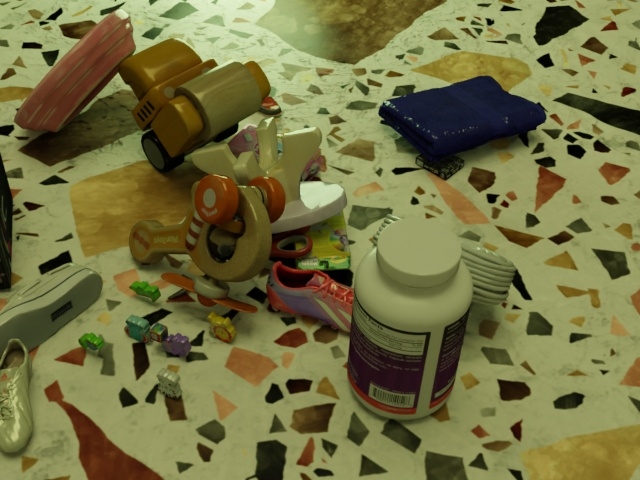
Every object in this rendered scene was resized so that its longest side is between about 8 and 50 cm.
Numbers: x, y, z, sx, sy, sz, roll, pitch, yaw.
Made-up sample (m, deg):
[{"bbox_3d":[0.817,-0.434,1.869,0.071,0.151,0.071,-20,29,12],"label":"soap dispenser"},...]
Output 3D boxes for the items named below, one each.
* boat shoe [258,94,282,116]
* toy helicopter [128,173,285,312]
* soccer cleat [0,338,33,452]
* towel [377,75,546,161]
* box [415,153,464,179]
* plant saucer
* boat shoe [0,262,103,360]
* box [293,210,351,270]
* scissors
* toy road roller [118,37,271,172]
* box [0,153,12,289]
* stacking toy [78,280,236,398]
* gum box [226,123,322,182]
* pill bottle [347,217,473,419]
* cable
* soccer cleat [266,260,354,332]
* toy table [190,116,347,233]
[{"bbox_3d":[-0.139,-0.328,2.172,0.049,0.043,0.137,-29,53,-32],"label":"boat shoe"},{"bbox_3d":[-0.218,0.013,1.687,0.355,0.234,0.140,-4,-2,42],"label":"toy helicopter"},{"bbox_3d":[-0.493,0.245,1.516,0.068,0.076,0.196,-5,44,-8],"label":"soccer cleat"},{"bbox_3d":[0.310,-0.270,2.101,0.308,0.076,0.227,-16,38,-25],"label":"towel"},{"bbox_3d":[0.255,-0.168,2.038,0.083,0.018,0.067,32,50,28],"label":"box"},{"bbox_3d":[-0.505,-0.346,2.022,0.084,0.332,0.332,43,46,-11],"label":"plant saucer"},{"bbox_3d":[-0.498,0.120,1.651,0.084,0.095,0.258,25,37,28],"label":"boat shoe"},{"bbox_3d":[0.000,0.000,1.829,0.105,0.043,0.179,-2,41,-5],"label":"box"},{"bbox_3d":[-0.152,0.030,1.781,0.297,0.021,0.109,-20,45,-5],"label":"scissors"},{"bbox_3d":[-0.277,-0.303,1.923,0.203,0.329,0.240,-34,95,-28],"label":"toy road roller"},{"bbox_3d":[-0.653,-0.048,1.756,0.144,0.165,0.270,-8,44,-10],"label":"box"},{"bbox_3d":[-0.281,0.165,1.636,0.221,0.052,0.167,21,44,21],"label":"stacking toy"},{"bbox_3d":[-0.098,-0.167,1.987,0.189,0.062,0.107,21,46,19],"label":"gum box"},{"bbox_3d":[0.139,0.123,1.498,0.182,0.322,0.181,2,43,-2],"label":"pill bottle"},{"bbox_3d":[0.215,0.031,1.677,0.257,0.089,0.257,21,6,1],"label":"cable"},{"bbox_3d":[0.023,0.102,1.682,0.248,0.095,0.083,13,44,11],"label":"soccer cleat"},{"bbox_3d":[-0.101,-0.120,1.812,0.275,0.160,0.252,-13,25,4],"label":"toy table"}]
